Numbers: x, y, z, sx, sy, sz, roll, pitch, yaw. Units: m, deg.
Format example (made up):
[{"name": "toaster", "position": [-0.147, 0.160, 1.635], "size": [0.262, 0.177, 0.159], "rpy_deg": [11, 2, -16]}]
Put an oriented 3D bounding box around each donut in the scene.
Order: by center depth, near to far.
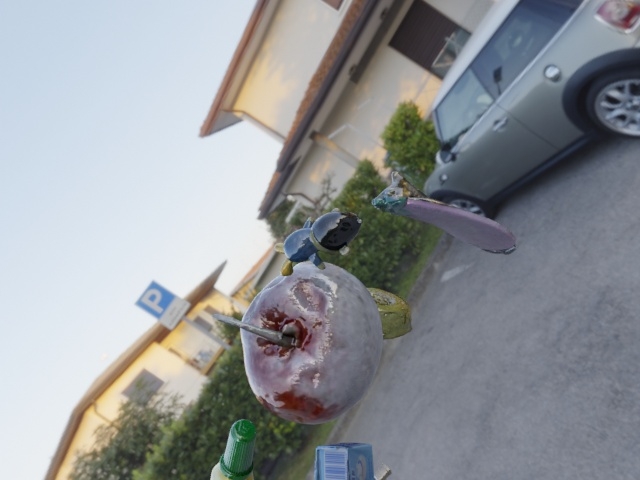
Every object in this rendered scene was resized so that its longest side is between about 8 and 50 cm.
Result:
[{"name": "donut", "position": [0.161, 0.218, 1.465], "size": [0.272, 0.271, 0.107], "rpy_deg": [-51, -35, -77]}]

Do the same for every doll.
[{"name": "doll", "position": [0.000, 0.000, 0.815], "size": [0.179, 0.102, 0.088], "rpy_deg": [-26, -23, 32]}]

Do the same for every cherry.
[{"name": "cherry", "position": [-0.012, 0.197, 0.984], "size": [0.335, 0.291, 0.327], "rpy_deg": [-39, -48, -65]}]

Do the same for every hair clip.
[{"name": "hair clip", "position": [0.290, -0.046, 1.021], "size": [0.110, 0.358, 0.096], "rpy_deg": [-57, 13, 33]}]

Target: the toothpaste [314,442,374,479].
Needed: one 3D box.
[{"name": "toothpaste", "position": [0.034, 0.389, 0.552], "size": [0.066, 0.053, 0.273], "rpy_deg": [25, -123, -53]}]

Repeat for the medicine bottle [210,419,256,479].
[{"name": "medicine bottle", "position": [-0.186, 0.507, 1.013], "size": [0.076, 0.111, 0.309], "rpy_deg": [-42, -28, -53]}]

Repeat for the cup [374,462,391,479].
[{"name": "cup", "position": [0.063, 0.405, 0.737], "size": [0.102, 0.074, 0.099], "rpy_deg": [-56, -27, -46]}]
